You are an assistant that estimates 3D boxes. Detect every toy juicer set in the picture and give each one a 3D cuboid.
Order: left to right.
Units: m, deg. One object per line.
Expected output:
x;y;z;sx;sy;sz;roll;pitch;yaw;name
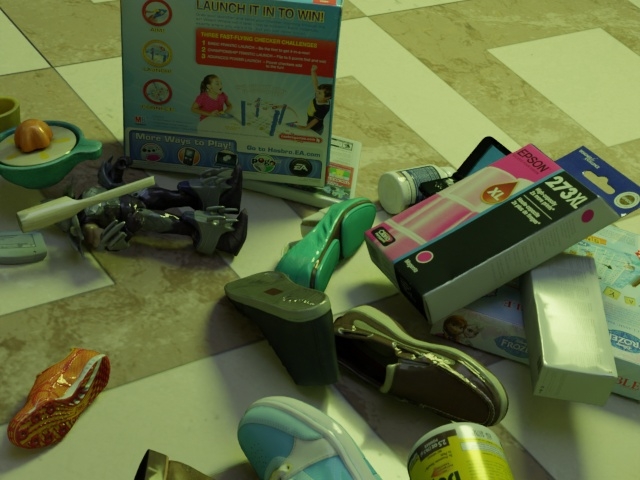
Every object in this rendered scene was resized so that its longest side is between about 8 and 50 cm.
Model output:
-0.410;-0.105;1.754;0.329;0.089;0.209;22;42;35;toy juicer set

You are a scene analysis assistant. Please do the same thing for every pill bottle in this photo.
0.154;-0.082;2.023;0.120;0.067;0.067;-12;45;-32;pill bottle
0.174;0.318;1.477;0.117;0.117;0.215;4;38;-16;pill bottle

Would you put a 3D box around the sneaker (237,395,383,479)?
-0.032;0.306;1.409;0.208;0.127;0.319;-19;48;-39;sneaker

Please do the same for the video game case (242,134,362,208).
-0.040;-0.122;2.039;0.201;0.023;0.183;15;37;-4;video game case

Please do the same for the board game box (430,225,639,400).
0.340;0.066;1.903;0.319;0.065;0.318;18;37;3;board game box

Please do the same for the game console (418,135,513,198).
0.240;-0.078;1.925;0.124;0.085;0.144;-13;44;-40;game console

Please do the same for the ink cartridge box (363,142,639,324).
0.261;-0.032;1.817;0.371;0.069;0.176;-27;38;-13;ink cartridge box

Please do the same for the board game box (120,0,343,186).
-0.129;-0.237;1.884;0.308;0.301;0.086;6;37;1;board game box

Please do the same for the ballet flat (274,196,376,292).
0.000;0.000;1.854;0.087;0.083;0.247;13;33;19;ballet flat

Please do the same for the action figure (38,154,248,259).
-0.248;-0.046;1.804;0.285;0.099;0.185;0;45;-16;action figure

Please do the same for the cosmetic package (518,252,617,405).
0.324;0.111;1.736;0.099;0.060;0.239;8;38;-3;cosmetic package

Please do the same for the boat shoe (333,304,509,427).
0.111;0.174;1.661;0.257;0.095;0.095;25;30;31;boat shoe

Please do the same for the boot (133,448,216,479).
-0.149;0.344;1.341;0.115;0.112;0.305;21;34;-12;boot

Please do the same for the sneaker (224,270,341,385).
-0.054;0.115;1.696;0.083;0.118;0.222;-20;20;-24;sneaker

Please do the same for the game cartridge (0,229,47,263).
-0.409;0.009;1.738;0.083;0.017;0.056;-3;37;-24;game cartridge

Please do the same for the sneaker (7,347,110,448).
-0.313;0.186;1.524;0.067;0.064;0.175;8;27;23;sneaker
